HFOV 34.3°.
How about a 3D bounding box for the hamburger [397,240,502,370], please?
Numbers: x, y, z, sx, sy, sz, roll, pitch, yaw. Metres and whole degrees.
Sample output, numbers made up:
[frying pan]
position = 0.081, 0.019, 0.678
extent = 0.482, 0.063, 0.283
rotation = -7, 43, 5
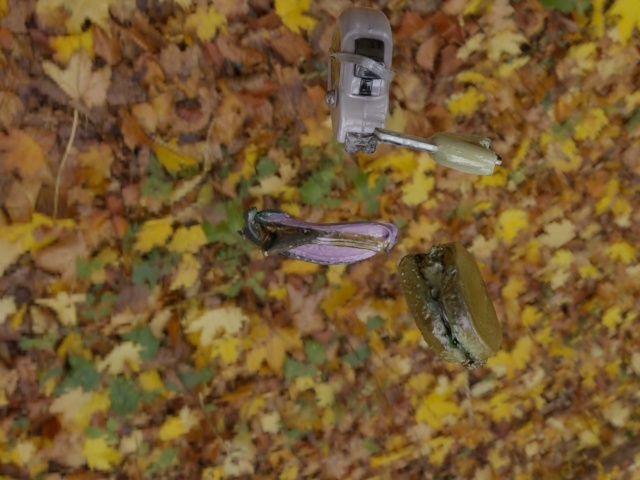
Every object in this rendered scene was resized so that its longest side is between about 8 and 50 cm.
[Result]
[hamburger]
position = 0.207, 0.110, 1.663
extent = 0.122, 0.189, 0.215
rotation = -24, 84, 15

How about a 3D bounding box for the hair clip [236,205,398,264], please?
[hair clip]
position = -0.001, 0.001, 1.927
extent = 0.358, 0.095, 0.110
rotation = 3, 104, -43

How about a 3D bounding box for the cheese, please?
[cheese]
position = 0.193, -0.152, 1.684
extent = 0.235, 0.127, 0.050
rotation = 11, 110, -19

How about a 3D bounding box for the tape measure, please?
[tape measure]
position = 0.066, -0.294, 1.760
extent = 0.120, 0.236, 0.197
rotation = 2, 129, -8
